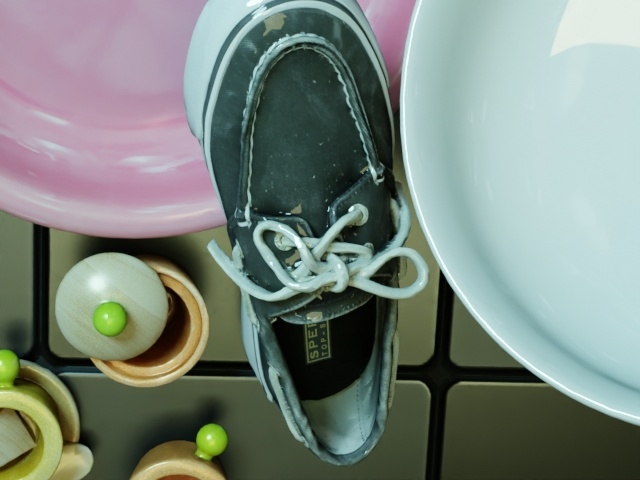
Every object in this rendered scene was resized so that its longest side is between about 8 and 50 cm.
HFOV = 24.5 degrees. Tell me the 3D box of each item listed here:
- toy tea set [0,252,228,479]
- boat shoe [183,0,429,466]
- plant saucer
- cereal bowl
[{"bbox_3d":[-0.134,0.172,0.876,0.200,0.124,0.336,-7,105,-3],"label":"toy tea set"},{"bbox_3d":[-0.004,0.001,0.789,0.113,0.105,0.306,-11,132,-15],"label":"boat shoe"},{"bbox_3d":[-0.090,-0.162,0.778,0.332,0.084,0.332,-7,122,-12],"label":"plant saucer"},{"bbox_3d":[0.217,-0.068,0.742,0.339,0.141,0.339,-4,80,26],"label":"cereal bowl"}]
